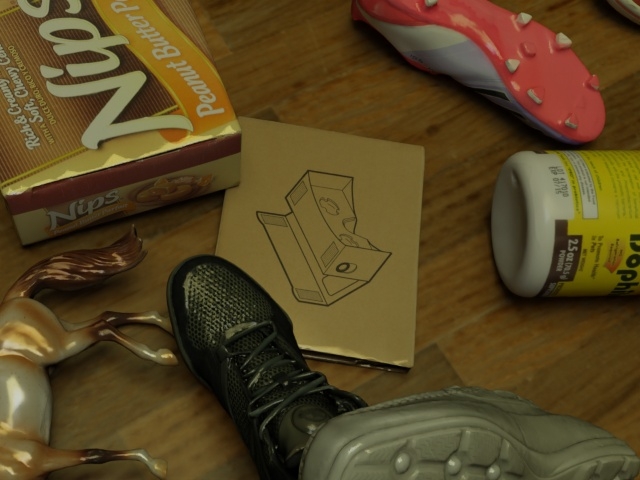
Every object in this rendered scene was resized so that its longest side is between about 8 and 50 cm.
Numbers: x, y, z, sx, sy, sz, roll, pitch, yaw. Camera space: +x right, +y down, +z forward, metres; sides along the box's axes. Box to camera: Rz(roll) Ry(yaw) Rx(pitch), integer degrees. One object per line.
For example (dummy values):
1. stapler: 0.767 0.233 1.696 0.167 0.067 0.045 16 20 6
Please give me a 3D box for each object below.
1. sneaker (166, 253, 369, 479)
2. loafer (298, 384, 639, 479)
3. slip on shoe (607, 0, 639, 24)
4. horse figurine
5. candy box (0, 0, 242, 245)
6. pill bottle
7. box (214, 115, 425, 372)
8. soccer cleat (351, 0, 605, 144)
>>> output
1. sneaker: -0.029 0.098 0.815 0.087 0.130 0.227 -22 78 -22
2. loafer: 0.090 0.149 0.765 0.111 0.319 0.112 24 95 42
3. slip on shoe: 0.419 -0.250 1.093 0.331 0.101 0.123 5 65 -5
4. horse figurine: -0.192 0.113 0.836 0.175 0.066 0.263 9 65 -11
5. candy box: -0.198 -0.170 0.954 0.183 0.087 0.316 -17 66 -11
6. pill bottle: 0.253 -0.014 0.939 0.215 0.117 0.117 -1 64 -9
7. box: 0.000 0.000 0.947 0.164 0.021 0.201 9 62 -4
8. soccer cleat: 0.137 -0.162 1.024 0.248 0.095 0.083 34 67 -8
